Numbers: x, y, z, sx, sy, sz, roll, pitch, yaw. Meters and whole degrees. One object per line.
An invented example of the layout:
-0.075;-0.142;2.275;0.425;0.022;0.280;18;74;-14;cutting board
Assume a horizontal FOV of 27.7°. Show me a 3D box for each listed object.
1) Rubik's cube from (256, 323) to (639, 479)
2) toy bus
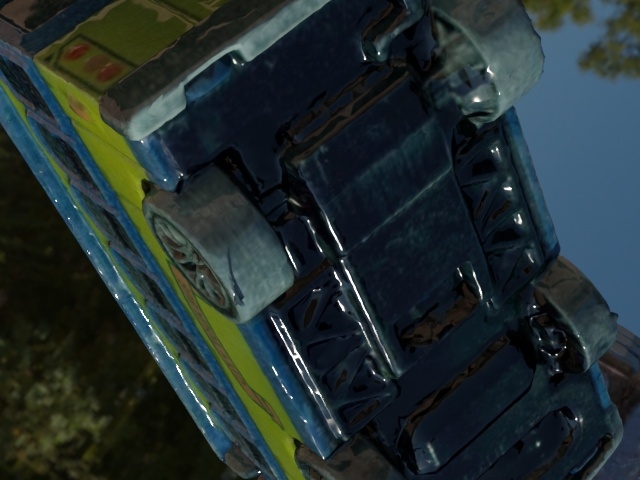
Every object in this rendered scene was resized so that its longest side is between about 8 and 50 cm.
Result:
0.146;0.190;1.066;0.305;0.301;0.304;-59;166;6;Rubik's cube
0.000;0.000;0.551;0.152;0.312;0.190;-40;-139;-17;toy bus
